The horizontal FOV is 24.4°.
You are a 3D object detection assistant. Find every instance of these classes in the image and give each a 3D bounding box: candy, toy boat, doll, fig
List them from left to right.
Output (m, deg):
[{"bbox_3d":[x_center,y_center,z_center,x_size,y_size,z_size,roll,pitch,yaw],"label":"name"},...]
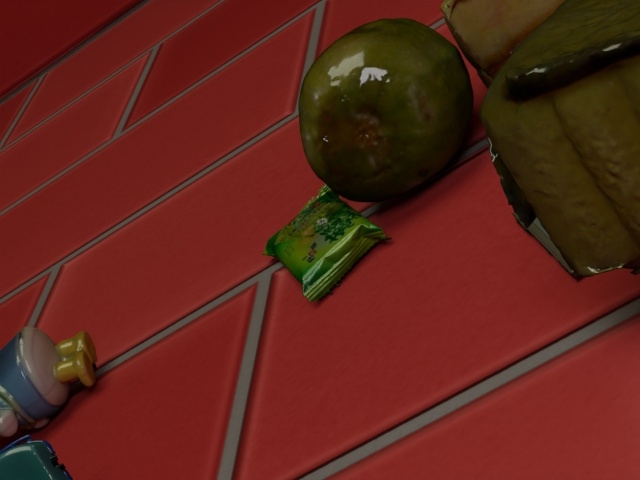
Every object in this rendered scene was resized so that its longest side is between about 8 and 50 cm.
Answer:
[{"bbox_3d":[-0.347,0.170,1.564,0.241,0.099,0.135,-34,60,14],"label":"doll"},{"bbox_3d":[-0.290,0.252,1.355,0.175,0.091,0.110,-38,-13,9],"label":"toy boat"},{"bbox_3d":[-0.001,-0.001,1.437,0.102,0.032,0.178,-40,21,-3],"label":"candy"},{"bbox_3d":[0.081,-0.132,1.426,0.233,0.167,0.167,-25,7,-42],"label":"fig"}]

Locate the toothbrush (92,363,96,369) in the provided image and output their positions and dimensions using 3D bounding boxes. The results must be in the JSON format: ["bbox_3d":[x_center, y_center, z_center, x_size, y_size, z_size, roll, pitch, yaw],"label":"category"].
[{"bbox_3d":[-0.293,0.143,1.646,0.167,0.011,0.014,-12,28,50],"label":"toothbrush"}]

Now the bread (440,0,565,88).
[{"bbox_3d":[0.193,-0.233,1.418,0.167,0.163,0.264,-38,20,4],"label":"bread"}]

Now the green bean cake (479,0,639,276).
[{"bbox_3d":[0.295,-0.102,0.972,0.310,0.202,0.285,-18,17,41],"label":"green bean cake"}]

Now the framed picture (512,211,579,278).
[{"bbox_3d":[0.218,-0.028,1.168,0.109,0.011,0.149,-38,21,3],"label":"framed picture"}]
